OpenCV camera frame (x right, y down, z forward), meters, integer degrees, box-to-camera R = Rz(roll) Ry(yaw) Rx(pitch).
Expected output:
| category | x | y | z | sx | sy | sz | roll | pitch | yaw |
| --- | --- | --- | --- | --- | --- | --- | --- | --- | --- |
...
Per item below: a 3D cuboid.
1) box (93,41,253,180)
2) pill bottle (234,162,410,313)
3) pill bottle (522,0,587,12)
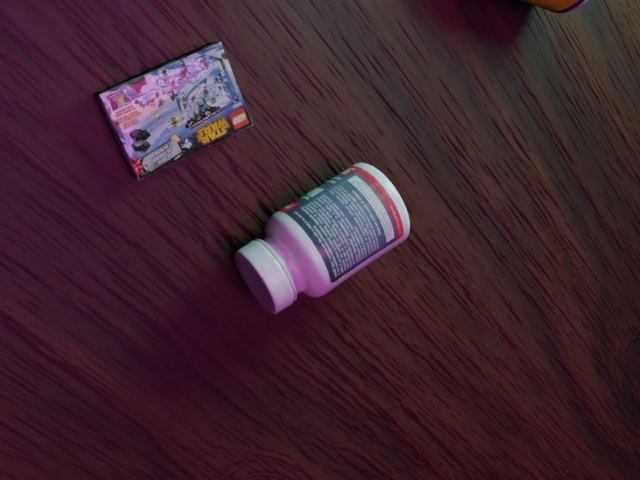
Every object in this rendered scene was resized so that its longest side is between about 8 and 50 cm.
| category | x | y | z | sx | sy | sz | roll | pitch | yaw |
| --- | --- | --- | --- | --- | --- | --- | --- | --- | --- |
| box | -0.146 | -0.133 | 0.772 | 0.137 | 0.027 | 0.094 | -29 | 115 | -20 |
| pill bottle | 0.000 | 0.000 | 0.847 | 0.180 | 0.108 | 0.108 | -33 | 118 | -19 |
| pill bottle | 0.241 | -0.340 | 0.898 | 0.184 | 0.103 | 0.103 | 6 | 100 | -31 |
